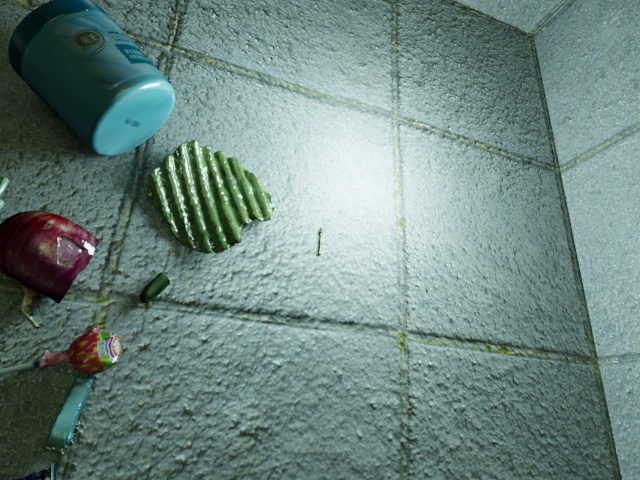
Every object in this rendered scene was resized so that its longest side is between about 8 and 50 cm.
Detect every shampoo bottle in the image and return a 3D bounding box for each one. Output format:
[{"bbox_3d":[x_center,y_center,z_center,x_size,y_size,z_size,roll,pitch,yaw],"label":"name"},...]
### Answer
[{"bbox_3d":[-0.689,-0.490,1.318,0.342,0.331,0.331,48,60,-1],"label":"shampoo bottle"}]

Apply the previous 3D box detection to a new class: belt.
[{"bbox_3d":[-0.654,0.453,1.111,0.065,0.100,0.179,19,48,-14],"label":"belt"}]

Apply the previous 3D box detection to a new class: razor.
[{"bbox_3d":[-0.737,0.591,1.037,0.155,0.028,0.044,-6,64,-25],"label":"razor"}]

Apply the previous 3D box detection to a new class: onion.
[{"bbox_3d":[-0.752,0.031,1.138,0.231,0.256,0.272,37,36,-22],"label":"onion"}]

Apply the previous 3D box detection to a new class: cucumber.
[{"bbox_3d":[-0.513,0.148,1.299,0.048,0.048,0.105,42,62,-2],"label":"cucumber"}]

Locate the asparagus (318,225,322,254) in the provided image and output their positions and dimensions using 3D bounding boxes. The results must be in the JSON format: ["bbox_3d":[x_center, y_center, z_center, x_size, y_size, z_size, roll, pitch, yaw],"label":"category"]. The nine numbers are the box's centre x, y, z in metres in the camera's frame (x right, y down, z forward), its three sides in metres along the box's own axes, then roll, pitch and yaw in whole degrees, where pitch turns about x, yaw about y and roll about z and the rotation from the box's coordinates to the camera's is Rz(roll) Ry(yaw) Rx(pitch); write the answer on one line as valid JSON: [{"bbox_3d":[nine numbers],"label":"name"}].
[{"bbox_3d":[0.000,0.000,1.589,0.014,0.015,0.114,10,67,-17],"label":"asparagus"}]

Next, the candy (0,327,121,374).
[{"bbox_3d":[-0.725,0.322,1.113,0.366,0.124,0.124,-11,74,-19],"label":"candy"}]

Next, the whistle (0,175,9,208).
[{"bbox_3d":[-0.962,-0.088,1.190,0.114,0.077,0.235,10,61,8],"label":"whistle"}]

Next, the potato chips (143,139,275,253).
[{"bbox_3d":[-0.369,-0.157,1.453,0.389,0.097,0.373,48,59,0],"label":"potato chips"}]
